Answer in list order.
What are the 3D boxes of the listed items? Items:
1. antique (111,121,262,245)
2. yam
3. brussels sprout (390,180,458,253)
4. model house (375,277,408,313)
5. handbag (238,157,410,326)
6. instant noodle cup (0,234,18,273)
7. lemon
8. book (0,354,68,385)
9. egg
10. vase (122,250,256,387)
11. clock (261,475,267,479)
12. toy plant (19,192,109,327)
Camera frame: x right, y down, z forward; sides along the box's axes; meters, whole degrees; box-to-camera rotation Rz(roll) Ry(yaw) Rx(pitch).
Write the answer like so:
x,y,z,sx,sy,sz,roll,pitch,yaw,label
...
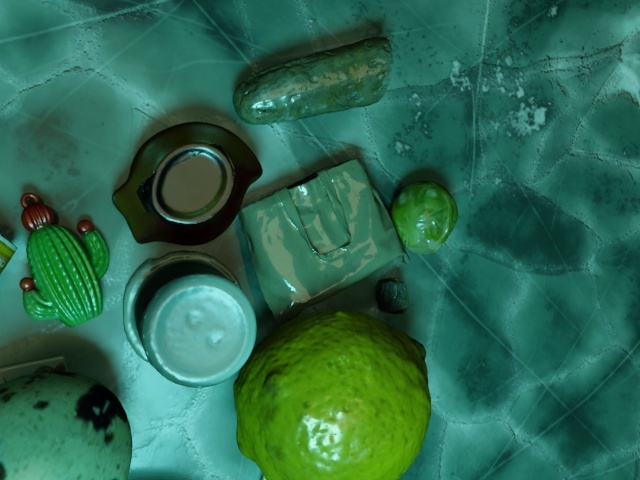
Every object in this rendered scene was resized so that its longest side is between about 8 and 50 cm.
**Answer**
x,y,z,sx,sy,sz,roll,pitch,yaw,label
-0.245,-0.102,1.158,0.278,0.129,0.224,-25,100,-14,antique
-0.012,-0.305,1.231,0.330,0.133,0.133,-18,95,-14,yam
0.219,-0.051,1.311,0.155,0.117,0.155,4,80,-21,brussels sprout
0.161,0.120,1.310,0.066,0.083,0.079,-7,91,-19,model house
0.002,-0.005,1.248,0.315,0.109,0.253,-25,93,-15,handbag
-0.615,0.053,1.038,0.168,0.168,0.185,38,72,-14,instant noodle cup
0.029,0.293,1.130,0.387,0.350,0.350,-23,97,-10,lemon
-0.579,0.328,1.105,0.264,0.027,0.202,-9,94,-17,book
-0.475,0.379,0.974,0.379,0.287,0.288,-36,100,-17,egg
-0.224,0.146,1.083,0.244,0.291,0.245,-1,92,-17,vase
-0.016,0.510,1.176,0.169,0.232,0.069,18,85,-18,clock
-0.458,0.036,1.117,0.154,0.088,0.241,3,76,-33,toy plant
